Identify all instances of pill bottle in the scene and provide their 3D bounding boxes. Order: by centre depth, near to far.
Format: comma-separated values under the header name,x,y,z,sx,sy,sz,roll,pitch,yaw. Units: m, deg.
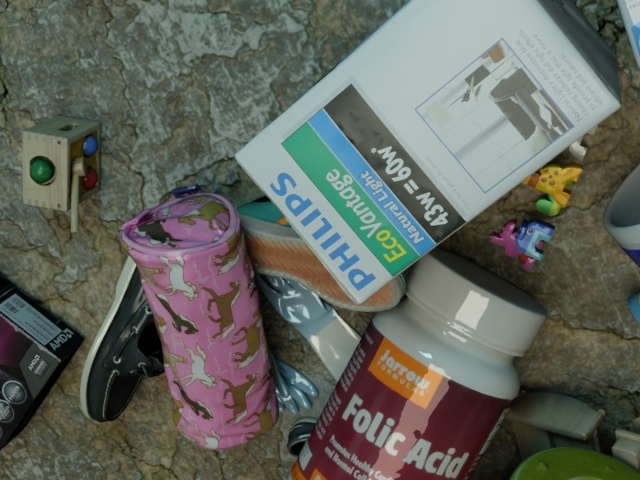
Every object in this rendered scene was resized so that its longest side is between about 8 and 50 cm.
name,x,y,z,sx,sy,sz,roll,pitch,yaw
pill bottle,0.133,0.222,1.414,0.224,0.224,0.392,28,100,4

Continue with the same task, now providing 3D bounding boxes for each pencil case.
name,x,y,z,sx,sy,sz,roll,pitch,yaw
pencil case,-0.161,0.119,1.442,0.160,0.167,0.386,-19,127,-12

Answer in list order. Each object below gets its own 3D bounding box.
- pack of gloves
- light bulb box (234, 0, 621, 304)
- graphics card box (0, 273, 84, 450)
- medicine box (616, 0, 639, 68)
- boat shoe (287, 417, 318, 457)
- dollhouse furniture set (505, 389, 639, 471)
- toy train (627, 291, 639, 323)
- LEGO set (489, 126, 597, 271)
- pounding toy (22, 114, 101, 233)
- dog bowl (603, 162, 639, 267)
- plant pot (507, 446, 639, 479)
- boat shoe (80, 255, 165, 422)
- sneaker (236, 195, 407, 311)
name,x,y,z,sx,sy,sz,roll,pitch,yaw
pack of gloves,-0.056,0.153,1.563,0.195,0.046,0.232,-38,96,24
light bulb box,0.143,-0.160,1.229,0.361,0.358,0.225,-38,94,22
graphics card box,-0.594,0.141,1.677,0.371,0.094,0.233,38,114,-1
medicine box,0.450,-0.380,1.183,0.263,0.149,0.289,-18,104,20
boat shoe,0.047,0.326,1.585,0.206,0.065,0.075,10,111,11
dollhouse furniture set,0.418,0.336,1.506,0.355,0.174,0.303,11,129,42
toy train,0.536,0.128,1.371,0.248,0.105,0.143,47,124,-5
LEGO set,0.279,-0.066,1.374,0.093,0.087,0.227,23,112,6
pounding toy,-0.368,-0.098,1.505,0.100,0.141,0.130,10,111,11
dog bowl,0.471,-0.063,1.226,0.265,0.265,0.104,-39,98,23
plant pot,0.297,0.465,1.347,0.366,0.366,0.353,22,127,6
boat shoe,-0.262,0.150,1.574,0.113,0.127,0.340,28,105,17
sneaker,0.000,0.000,1.412,0.302,0.121,0.108,19,136,30
